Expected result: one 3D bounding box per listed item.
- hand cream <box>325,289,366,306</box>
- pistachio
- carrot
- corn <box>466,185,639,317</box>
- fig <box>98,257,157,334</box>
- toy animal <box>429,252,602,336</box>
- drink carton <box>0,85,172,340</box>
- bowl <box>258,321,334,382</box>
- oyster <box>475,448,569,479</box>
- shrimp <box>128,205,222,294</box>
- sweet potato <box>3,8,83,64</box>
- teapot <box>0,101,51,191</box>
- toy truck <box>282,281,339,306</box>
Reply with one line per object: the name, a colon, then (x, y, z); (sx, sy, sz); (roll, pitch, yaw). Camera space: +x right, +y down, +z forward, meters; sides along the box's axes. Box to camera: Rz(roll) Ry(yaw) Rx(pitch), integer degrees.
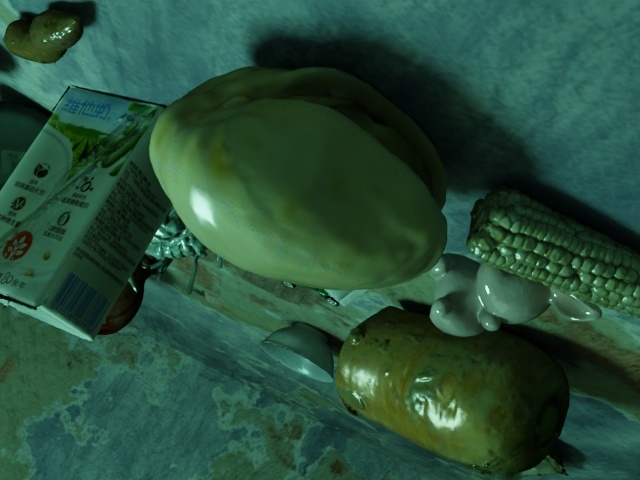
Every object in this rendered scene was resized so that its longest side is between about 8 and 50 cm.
hand cream: (0.000, 0.000, 1.229); (0.133, 0.083, 0.248); (-34, 124, 29)
pistachio: (-0.019, -0.060, 0.888); (0.321, 0.229, 0.238); (18, 137, -8)
carrot: (0.209, 0.229, 1.356); (0.340, 0.224, 0.224); (19, 161, 39)
corn: (0.257, 0.012, 0.915); (0.210, 0.087, 0.087); (22, 162, -3)
fig: (-0.511, 0.109, 2.039); (0.214, 0.235, 0.235); (-6, -176, -36)
toy animal: (0.234, 0.046, 1.013); (0.212, 0.124, 0.124); (-20, 134, 38)
drink carton: (-0.337, -0.039, 1.198); (0.194, 0.325, 0.132); (17, 160, 30)
bowl: (-0.039, 0.239, 1.928); (0.189, 0.086, 0.189); (23, 160, 9)
oyster: (0.432, 0.450, 1.861); (0.204, 0.111, 0.396); (-8, 144, 32)
shrimp: (-0.233, -0.015, 1.416); (0.410, 0.166, 0.221); (-12, 137, 45)
sweet potato: (-0.339, -0.251, 1.062); (0.218, 0.051, 0.065); (6, 150, 49)
teapot: (-0.520, -0.114, 1.499); (0.285, 0.305, 0.223); (-20, 97, 61)
toy truck: (-0.015, 0.048, 1.405); (0.147, 0.065, 0.079); (20, 157, 24)
